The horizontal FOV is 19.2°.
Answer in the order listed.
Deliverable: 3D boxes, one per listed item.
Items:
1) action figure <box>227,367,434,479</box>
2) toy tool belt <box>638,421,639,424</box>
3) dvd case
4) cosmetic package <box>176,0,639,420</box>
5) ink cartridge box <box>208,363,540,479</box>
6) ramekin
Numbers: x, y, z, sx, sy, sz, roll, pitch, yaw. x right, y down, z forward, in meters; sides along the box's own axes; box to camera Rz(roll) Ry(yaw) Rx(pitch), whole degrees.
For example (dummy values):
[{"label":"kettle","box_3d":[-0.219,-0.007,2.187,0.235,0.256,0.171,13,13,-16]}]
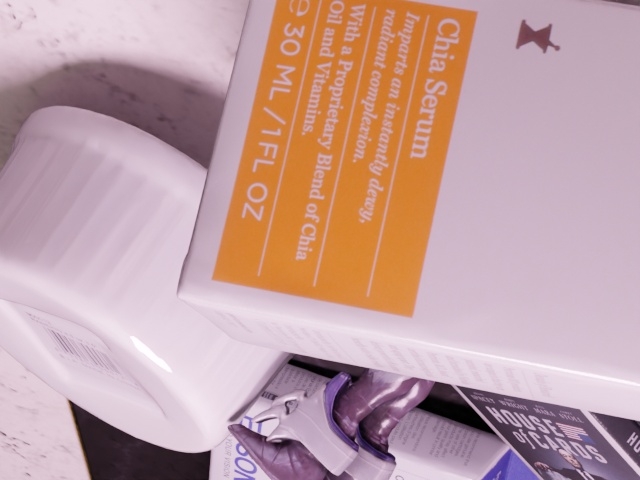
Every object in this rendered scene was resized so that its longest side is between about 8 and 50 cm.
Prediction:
[{"label":"action figure","box_3d":[0.075,0.079,1.382,0.099,0.285,0.185,47,-177,21]},{"label":"toy tool belt","box_3d":[0.271,0.130,1.505,0.051,0.083,0.052,55,129,19]},{"label":"dvd case","box_3d":[0.216,0.174,1.482,0.238,0.029,0.179,46,161,-25]},{"label":"cosmetic package","box_3d":[0.166,-0.016,1.156,0.453,0.230,0.161,10,170,11]},{"label":"ink cartridge box","box_3d":[0.056,0.271,1.714,0.330,0.071,0.324,19,137,13]},{"label":"ramekin","box_3d":[-0.146,0.039,1.426,0.277,0.135,0.277,29,158,13]}]
